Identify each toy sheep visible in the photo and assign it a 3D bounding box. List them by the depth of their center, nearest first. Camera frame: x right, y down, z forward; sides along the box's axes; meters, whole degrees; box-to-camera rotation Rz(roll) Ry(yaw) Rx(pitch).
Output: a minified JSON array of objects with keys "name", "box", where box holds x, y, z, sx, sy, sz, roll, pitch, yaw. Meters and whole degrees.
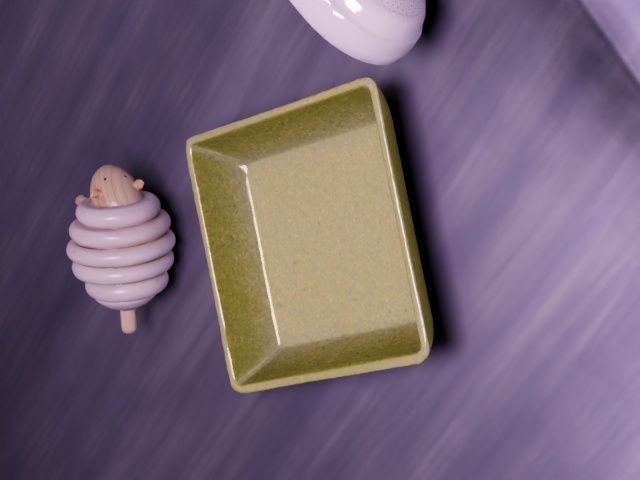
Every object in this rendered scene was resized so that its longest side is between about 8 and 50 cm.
[{"name":"toy sheep","box":[-0.151,0.006,1.221,0.091,0.091,0.132,8,114,42]}]

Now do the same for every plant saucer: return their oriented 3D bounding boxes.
[{"name":"plant saucer","box":[0.000,0.000,1.104,0.188,0.045,0.188,-14,85,43]}]

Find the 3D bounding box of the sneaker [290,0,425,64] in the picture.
[{"name":"sneaker","box":[0.026,-0.271,1.006,0.169,0.108,0.293,-35,70,43]}]
